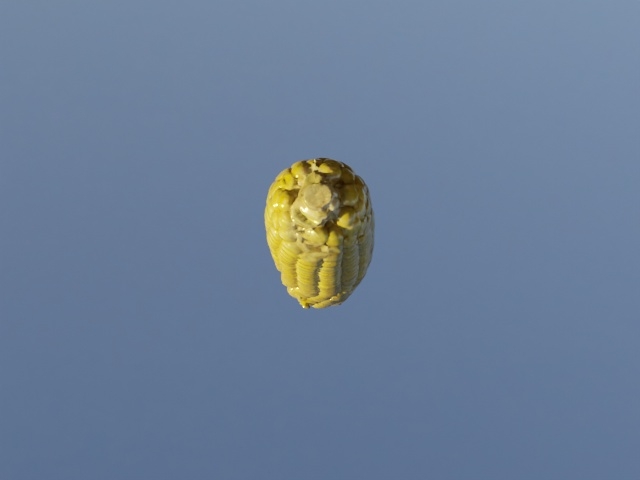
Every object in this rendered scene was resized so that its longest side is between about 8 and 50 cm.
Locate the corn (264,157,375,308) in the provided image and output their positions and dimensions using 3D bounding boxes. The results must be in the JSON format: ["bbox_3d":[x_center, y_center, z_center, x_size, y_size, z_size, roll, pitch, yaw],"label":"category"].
[{"bbox_3d":[0.000,0.000,0.944,0.067,0.067,0.206,6,165,2],"label":"corn"}]
